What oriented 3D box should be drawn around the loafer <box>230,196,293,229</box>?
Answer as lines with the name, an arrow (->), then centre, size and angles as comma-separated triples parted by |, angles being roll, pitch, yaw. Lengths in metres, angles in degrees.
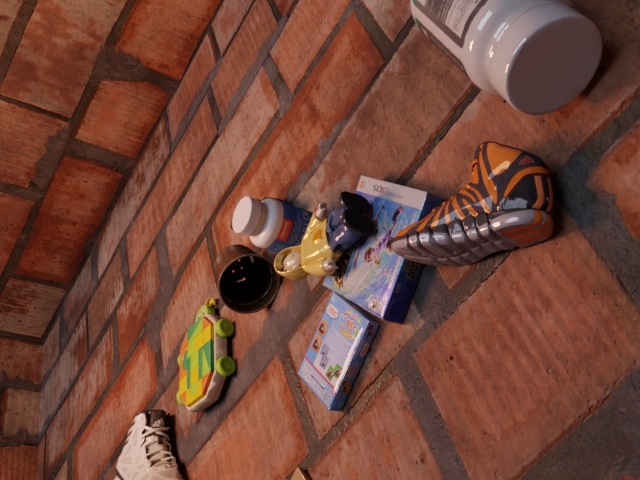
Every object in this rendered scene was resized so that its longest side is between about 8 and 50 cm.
loafer -> -0.165, -0.086, 1.848 | 0.302, 0.109, 0.095 | -14, 59, 57

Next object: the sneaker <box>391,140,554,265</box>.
sneaker -> 0.270, -0.064, 1.182 | 0.321, 0.124, 0.180 | -15, 58, 41

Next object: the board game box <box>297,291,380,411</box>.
board game box -> 0.036, 0.240, 1.444 | 0.160, 0.039, 0.212 | 36, 106, 56

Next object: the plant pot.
plant pot -> -0.214, 0.093, 1.792 | 0.167, 0.167, 0.165 | -68, 25, 7

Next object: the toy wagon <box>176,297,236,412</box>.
toy wagon -> -0.349, 0.327, 1.956 | 0.267, 0.068, 0.344 | -40, 44, 40

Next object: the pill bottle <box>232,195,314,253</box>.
pill bottle -> -0.097, -0.031, 1.604 | 0.124, 0.221, 0.124 | -30, 52, 47

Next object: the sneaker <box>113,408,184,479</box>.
sneaker -> -0.506, 0.632, 1.952 | 0.447, 0.169, 0.258 | -17, 63, 55

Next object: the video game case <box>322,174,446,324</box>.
video game case -> 0.127, 0.010, 1.398 | 0.244, 0.061, 0.270 | 24, 96, 59

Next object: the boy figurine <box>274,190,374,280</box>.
boy figurine -> 0.000, 0.000, 1.461 | 0.285, 0.092, 0.177 | -37, 47, 42

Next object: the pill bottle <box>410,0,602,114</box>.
pill bottle -> 0.317, -0.382, 1.165 | 0.204, 0.204, 0.361 | -55, 37, 26

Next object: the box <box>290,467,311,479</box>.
box -> -0.034, 0.611, 1.387 | 0.201, 0.021, 0.164 | 40, 109, 55
